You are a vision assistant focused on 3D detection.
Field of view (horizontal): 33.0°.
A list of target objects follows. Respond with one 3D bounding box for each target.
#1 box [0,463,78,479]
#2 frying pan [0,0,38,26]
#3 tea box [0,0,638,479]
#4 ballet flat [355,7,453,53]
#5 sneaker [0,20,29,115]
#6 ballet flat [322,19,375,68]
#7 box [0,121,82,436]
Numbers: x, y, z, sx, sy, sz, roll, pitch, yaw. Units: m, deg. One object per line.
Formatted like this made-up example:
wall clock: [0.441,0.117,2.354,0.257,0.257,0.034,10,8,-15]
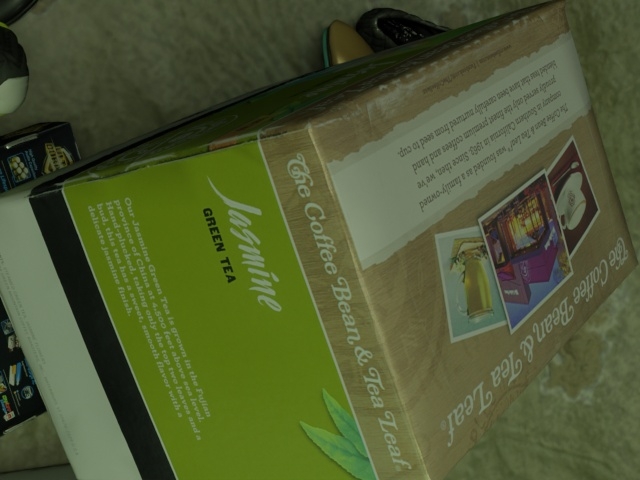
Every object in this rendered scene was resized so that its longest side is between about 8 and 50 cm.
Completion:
box: [-0.231,0.291,0.939,0.130,0.091,0.171,-5,99,-13]
frying pan: [-0.359,-0.232,0.831,0.326,0.053,0.197,-14,120,-15]
tea box: [0.000,0.000,0.771,0.329,0.323,0.220,-33,109,-49]
ballet flat: [0.113,-0.168,0.984,0.173,0.049,0.058,12,95,-16]
sneaker: [-0.390,-0.125,0.767,0.384,0.145,0.147,12,103,8]
ballet flat: [0.059,-0.086,0.965,0.073,0.080,0.232,-6,109,19]
box: [-0.253,0.033,0.870,0.175,0.051,0.220,-29,112,-39]
